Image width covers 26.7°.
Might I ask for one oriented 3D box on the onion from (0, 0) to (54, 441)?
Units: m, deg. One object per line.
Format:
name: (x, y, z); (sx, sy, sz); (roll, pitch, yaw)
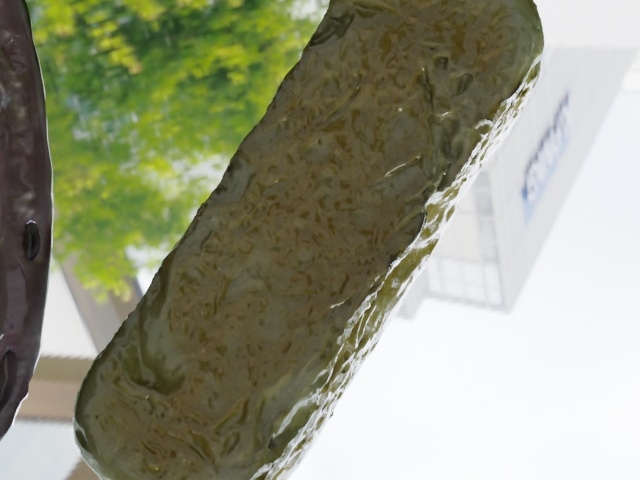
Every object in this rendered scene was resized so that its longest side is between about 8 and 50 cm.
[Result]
onion: (-0.215, 0.000, 0.460); (0.111, 0.247, 0.250); (2, -169, 35)

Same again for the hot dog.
hot dog: (0.000, 0.000, 0.521); (0.084, 0.073, 0.242); (31, -93, 17)
